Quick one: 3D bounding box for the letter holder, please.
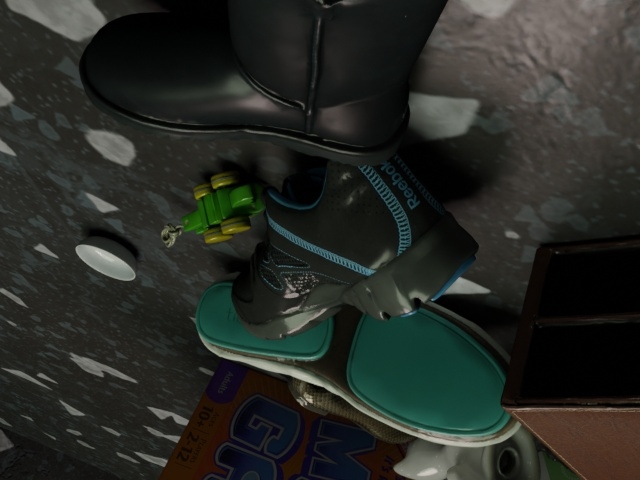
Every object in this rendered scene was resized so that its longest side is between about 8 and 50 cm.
[{"bbox_3d":[0.328,0.138,0.663,0.214,0.152,0.302,-10,139,44],"label":"letter holder"}]

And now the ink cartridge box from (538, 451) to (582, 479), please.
[{"bbox_3d":[0.267,0.430,1.008,0.207,0.354,0.119,-9,139,46],"label":"ink cartridge box"}]

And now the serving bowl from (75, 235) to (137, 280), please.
[{"bbox_3d":[-0.272,0.019,1.040,0.083,0.027,0.083,19,153,10],"label":"serving bowl"}]

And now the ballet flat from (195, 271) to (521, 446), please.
[{"bbox_3d":[0.046,0.121,0.900,0.400,0.139,0.139,13,152,28],"label":"ballet flat"}]

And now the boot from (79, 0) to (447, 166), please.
[{"bbox_3d":[-0.047,-0.142,0.499,0.246,0.094,0.207,14,156,4],"label":"boot"}]

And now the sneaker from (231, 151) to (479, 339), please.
[{"bbox_3d":[0.000,0.000,0.738,0.140,0.125,0.340,56,147,-7],"label":"sneaker"}]

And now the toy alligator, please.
[{"bbox_3d":[-0.101,-0.027,0.805,0.051,0.056,0.189,-9,172,-35],"label":"toy alligator"}]

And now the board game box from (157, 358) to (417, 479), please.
[{"bbox_3d":[-0.073,0.478,1.280,0.356,0.356,0.356,19,139,8],"label":"board game box"}]

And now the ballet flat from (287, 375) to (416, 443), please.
[{"bbox_3d":[0.061,0.205,1.049,0.249,0.084,0.058,28,116,-38],"label":"ballet flat"}]

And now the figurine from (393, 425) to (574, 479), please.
[{"bbox_3d":[0.210,0.240,0.924,0.214,0.093,0.209,-6,169,-23],"label":"figurine"}]
